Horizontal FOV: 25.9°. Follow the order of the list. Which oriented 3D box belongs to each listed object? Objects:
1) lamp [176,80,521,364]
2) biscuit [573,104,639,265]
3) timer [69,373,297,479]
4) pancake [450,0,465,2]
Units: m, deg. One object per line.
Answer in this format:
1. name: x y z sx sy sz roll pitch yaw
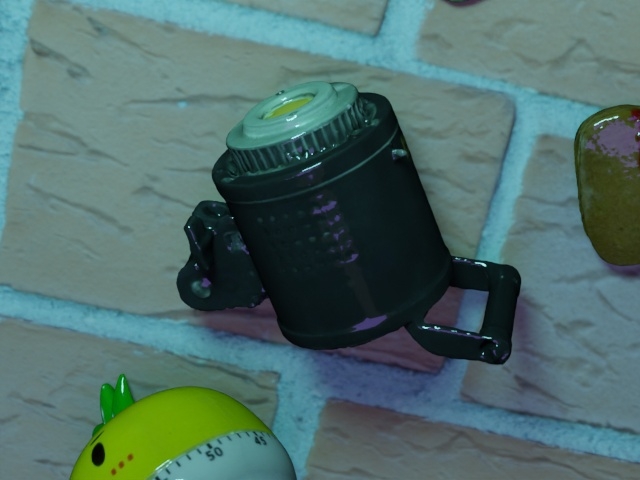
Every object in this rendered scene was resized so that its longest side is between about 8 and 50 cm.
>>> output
1. lamp: 0.022 -0.031 1.474 0.374 0.205 0.272 3 120 12
2. biscuit: 0.422 -0.033 1.551 0.277 0.052 0.262 -3 115 3
3. timer: -0.187 0.271 1.629 0.285 0.285 0.285 1 115 1
4. pancake: 0.150 -0.298 1.453 0.108 0.017 0.108 1 111 3
